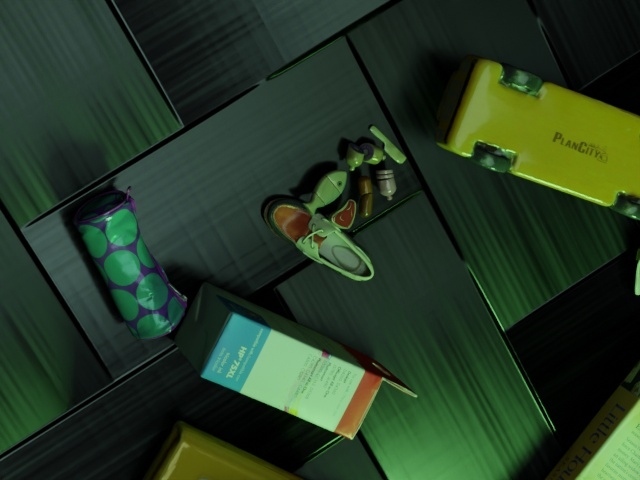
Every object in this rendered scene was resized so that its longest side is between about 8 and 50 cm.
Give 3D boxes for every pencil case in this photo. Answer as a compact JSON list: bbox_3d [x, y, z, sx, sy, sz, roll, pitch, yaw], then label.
[{"bbox_3d":[-0.194,0.024,1.670,0.070,0.064,0.152,-24,111,6],"label":"pencil case"}]

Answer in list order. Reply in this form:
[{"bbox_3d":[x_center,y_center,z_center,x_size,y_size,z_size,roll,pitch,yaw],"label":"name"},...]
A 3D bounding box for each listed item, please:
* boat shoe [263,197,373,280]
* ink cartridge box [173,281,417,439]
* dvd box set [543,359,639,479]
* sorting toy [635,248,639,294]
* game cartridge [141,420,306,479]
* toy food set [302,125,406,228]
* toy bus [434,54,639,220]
[{"bbox_3d":[0.000,0.000,1.737,0.137,0.043,0.049,35,93,-21],"label":"boat shoe"},{"bbox_3d":[-0.027,0.135,1.712,0.231,0.134,0.078,26,94,-21],"label":"ink cartridge box"},{"bbox_3d":[0.392,0.358,1.941,0.307,0.062,0.420,38,90,-22],"label":"dvd box set"},{"bbox_3d":[0.394,0.030,1.873,0.083,0.045,0.075,4,109,-19],"label":"sorting toy"},{"bbox_3d":[-0.090,0.389,1.801,0.323,0.052,0.285,28,94,-21],"label":"game cartridge"},{"bbox_3d":[0.044,-0.060,1.732,0.078,0.019,0.122,43,73,-22],"label":"toy food set"},{"bbox_3d":[0.278,-0.105,1.752,0.332,0.130,0.108,17,98,-21],"label":"toy bus"}]
